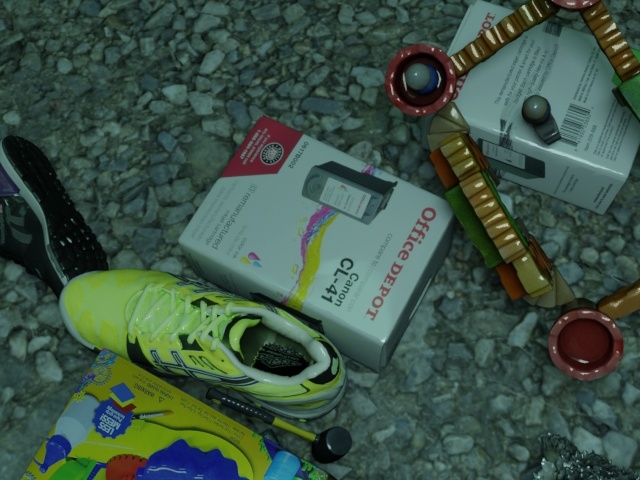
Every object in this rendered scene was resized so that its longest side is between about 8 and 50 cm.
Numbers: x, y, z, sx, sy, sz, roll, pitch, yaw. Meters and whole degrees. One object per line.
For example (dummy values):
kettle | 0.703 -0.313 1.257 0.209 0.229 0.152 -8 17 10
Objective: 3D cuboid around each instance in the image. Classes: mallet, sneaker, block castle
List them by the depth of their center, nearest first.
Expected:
block castle | 0.304 -0.092 0.941 0.303 0.213 0.453 -32 88 18
mallet | -0.049 0.222 0.972 0.189 0.062 0.039 29 58 -14
sneaker | -0.145 0.107 1.003 0.384 0.147 0.145 15 64 2
sneaker | -0.407 -0.001 1.131 0.124 0.107 0.283 -37 73 18

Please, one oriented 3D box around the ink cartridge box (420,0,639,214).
ink cartridge box | 0.315 -0.196 1.144 0.289 0.121 0.211 23 70 12

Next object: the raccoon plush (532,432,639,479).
raccoon plush | 0.368 0.277 0.777 0.216 0.446 0.299 47 39 -7

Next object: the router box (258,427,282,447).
router box | -0.091 0.306 0.989 0.122 0.038 0.092 -29 67 -10

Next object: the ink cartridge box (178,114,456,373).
ink cartridge box | 0.000 0.000 1.072 0.306 0.131 0.226 25 70 15

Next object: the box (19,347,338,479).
box | -0.169 0.321 0.873 0.289 0.177 0.279 24 74 16
